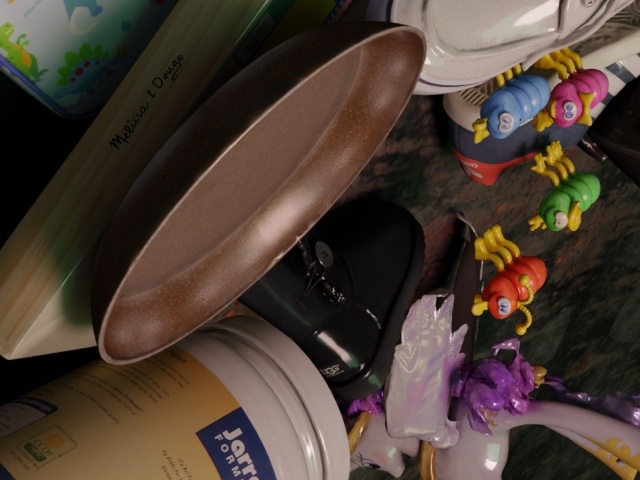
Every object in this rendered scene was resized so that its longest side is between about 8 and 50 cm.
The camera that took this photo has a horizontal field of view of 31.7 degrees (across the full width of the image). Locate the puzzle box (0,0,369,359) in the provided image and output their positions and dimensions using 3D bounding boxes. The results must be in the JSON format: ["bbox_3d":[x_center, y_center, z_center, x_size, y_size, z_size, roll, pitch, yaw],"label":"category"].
[{"bbox_3d":[-0.079,-0.094,0.841,0.409,0.052,0.272,-53,171,3],"label":"puzzle box"}]

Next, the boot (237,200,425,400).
[{"bbox_3d":[0.000,0.000,1.058,0.207,0.094,0.246,48,39,-30],"label":"boot"}]

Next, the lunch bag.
[{"bbox_3d":[-0.147,-0.203,0.724,0.219,0.090,0.176,-49,147,-3],"label":"lunch bag"}]

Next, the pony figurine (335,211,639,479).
[{"bbox_3d":[0.176,0.188,1.249,0.303,0.364,0.350,-40,148,-61],"label":"pony figurine"}]

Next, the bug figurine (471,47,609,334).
[{"bbox_3d":[0.203,-0.061,1.040,0.216,0.072,0.279,-39,136,-39],"label":"bug figurine"}]

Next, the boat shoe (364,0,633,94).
[{"bbox_3d":[0.209,-0.223,0.884,0.367,0.156,0.135,-28,105,-26],"label":"boat shoe"}]

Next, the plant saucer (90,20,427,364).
[{"bbox_3d":[-0.049,-0.040,0.782,0.310,0.050,0.310,-45,170,-10],"label":"plant saucer"}]

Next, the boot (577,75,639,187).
[{"bbox_3d":[0.389,-0.179,1.249,0.091,0.263,0.229,39,96,-29],"label":"boot"}]

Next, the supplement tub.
[{"bbox_3d":[-0.152,0.206,0.897,0.316,0.228,0.228,-26,139,-39],"label":"supplement tub"}]

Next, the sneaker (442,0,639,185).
[{"bbox_3d":[0.276,-0.177,1.210,0.350,0.131,0.148,-28,141,-17],"label":"sneaker"}]
